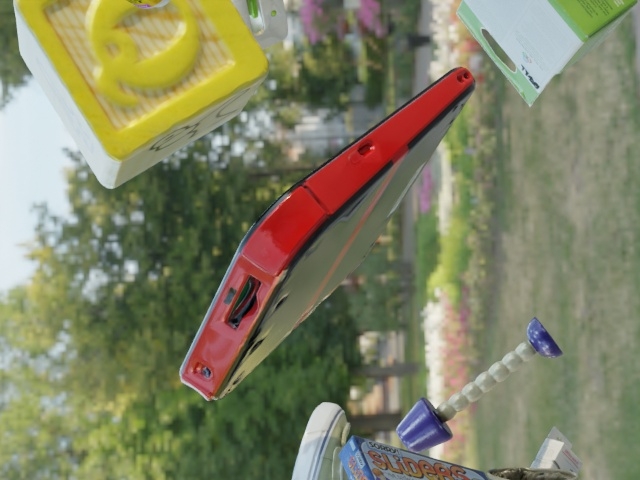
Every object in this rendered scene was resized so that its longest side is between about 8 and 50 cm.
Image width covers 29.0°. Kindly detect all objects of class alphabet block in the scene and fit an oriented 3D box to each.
[{"bbox_3d":[-0.189,-0.189,1.281,0.193,0.192,0.197,56,166,-2],"label":"alphabet block"}]

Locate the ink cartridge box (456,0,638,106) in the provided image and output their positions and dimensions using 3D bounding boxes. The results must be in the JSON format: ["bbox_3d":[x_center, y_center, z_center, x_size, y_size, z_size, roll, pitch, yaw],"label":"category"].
[{"bbox_3d":[0.300,-0.322,1.704,0.189,0.097,0.255,52,166,7],"label":"ink cartridge box"}]

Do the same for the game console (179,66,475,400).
[{"bbox_3d":[0.000,0.000,1.373,0.342,0.060,0.386,-44,-9,-36],"label":"game console"}]

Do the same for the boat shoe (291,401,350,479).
[{"bbox_3d":[0.007,0.330,1.607,0.302,0.094,0.109,-71,-7,-55],"label":"boat shoe"}]

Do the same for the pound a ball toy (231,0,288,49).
[{"bbox_3d":[-0.174,-0.474,2.201,0.208,0.135,0.319,50,158,42],"label":"pound a ball toy"}]

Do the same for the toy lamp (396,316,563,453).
[{"bbox_3d":[0.236,0.225,1.871,0.080,0.274,0.080,54,-175,-7],"label":"toy lamp"}]

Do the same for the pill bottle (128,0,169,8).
[{"bbox_3d":[-0.148,-0.215,1.013,0.083,0.043,0.043,11,-104,-75],"label":"pill bottle"}]

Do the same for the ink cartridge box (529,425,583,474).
[{"bbox_3d":[0.272,0.264,1.434,0.048,0.028,0.083,45,-112,-33],"label":"ink cartridge box"}]

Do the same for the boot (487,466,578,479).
[{"bbox_3d":[0.206,0.355,1.358,0.076,0.189,0.209,-42,-60,-65],"label":"boot"}]

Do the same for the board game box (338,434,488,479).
[{"bbox_3d":[0.128,0.299,1.403,0.035,0.201,0.136,-57,33,21],"label":"board game box"}]
